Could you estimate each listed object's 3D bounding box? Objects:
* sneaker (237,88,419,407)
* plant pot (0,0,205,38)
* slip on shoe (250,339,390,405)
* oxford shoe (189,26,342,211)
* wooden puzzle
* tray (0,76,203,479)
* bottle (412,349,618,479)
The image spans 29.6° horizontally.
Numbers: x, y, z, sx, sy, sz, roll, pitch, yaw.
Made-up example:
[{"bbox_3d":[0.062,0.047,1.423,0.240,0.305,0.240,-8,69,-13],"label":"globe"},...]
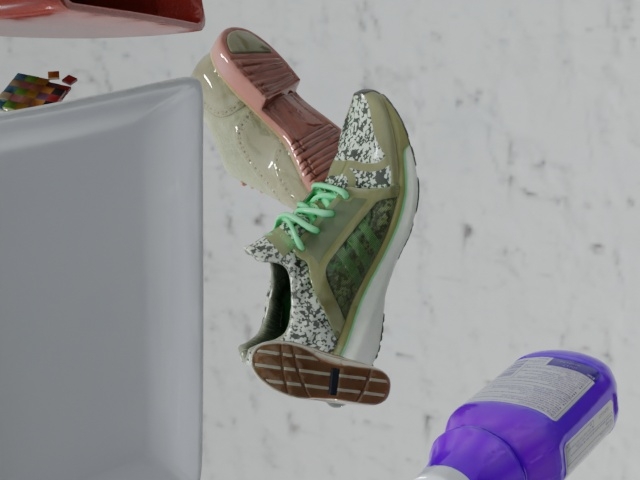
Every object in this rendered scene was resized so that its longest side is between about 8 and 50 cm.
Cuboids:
[{"bbox_3d":[0.000,0.000,1.530,0.182,0.158,0.411,13,-94,-28],"label":"sneaker"},{"bbox_3d":[-0.274,-0.288,1.008,0.267,0.235,0.267,-18,-83,-71],"label":"plant pot"},{"bbox_3d":[-0.002,0.126,1.143,0.041,0.135,0.051,165,115,-80],"label":"slip on shoe"},{"bbox_3d":[-0.045,-0.112,1.738,0.397,0.146,0.140,55,-144,8],"label":"oxford shoe"},{"bbox_3d":[-0.242,-0.122,1.021,0.083,0.049,0.006,-68,-13,-47],"label":"wooden puzzle"},{"bbox_3d":[-0.131,0.047,0.647,0.145,0.030,0.270,-17,-57,-33],"label":"tray"},{"bbox_3d":[0.176,0.187,1.117,0.283,0.118,0.092,-27,-67,-52],"label":"bottle"}]
